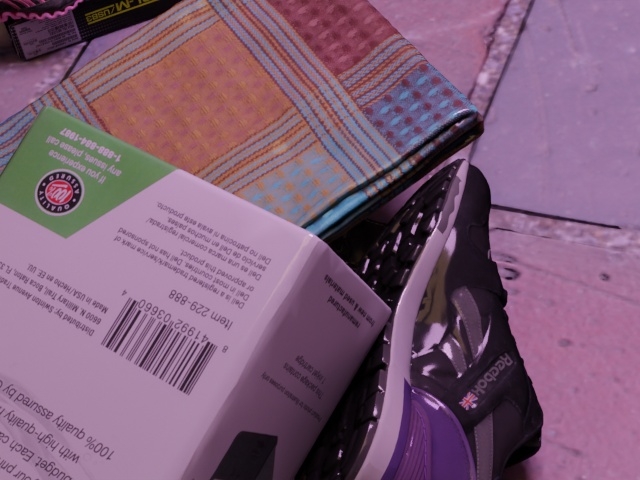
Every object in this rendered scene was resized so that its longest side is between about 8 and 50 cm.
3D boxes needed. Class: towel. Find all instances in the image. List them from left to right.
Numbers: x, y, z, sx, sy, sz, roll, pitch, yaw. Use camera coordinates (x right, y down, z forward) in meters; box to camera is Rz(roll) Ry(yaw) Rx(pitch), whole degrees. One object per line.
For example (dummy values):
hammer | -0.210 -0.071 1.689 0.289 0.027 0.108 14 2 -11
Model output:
towel | -0.107 -0.048 1.101 0.370 0.040 0.271 -36 50 -5

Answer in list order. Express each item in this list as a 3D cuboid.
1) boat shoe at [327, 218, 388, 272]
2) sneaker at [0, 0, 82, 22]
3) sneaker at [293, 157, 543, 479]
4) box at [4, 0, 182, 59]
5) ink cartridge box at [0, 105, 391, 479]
boat shoe | 0.000 0.000 1.087 0.152 0.049 0.056 6 49 14
sneaker | -0.234 -0.200 1.250 0.119 0.057 0.047 -12 46 0
sneaker | 0.076 0.080 0.981 0.124 0.107 0.283 32 48 -14
box | -0.187 -0.246 1.349 0.190 0.045 0.184 -21 46 -9
ink cartridge box | -0.131 0.101 0.905 0.211 0.121 0.289 27 81 30
